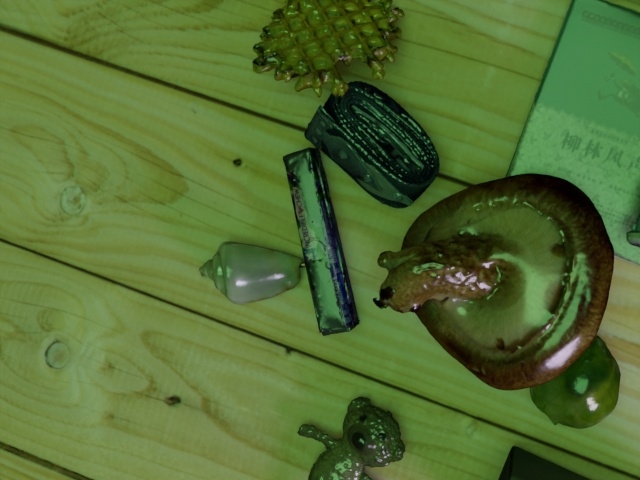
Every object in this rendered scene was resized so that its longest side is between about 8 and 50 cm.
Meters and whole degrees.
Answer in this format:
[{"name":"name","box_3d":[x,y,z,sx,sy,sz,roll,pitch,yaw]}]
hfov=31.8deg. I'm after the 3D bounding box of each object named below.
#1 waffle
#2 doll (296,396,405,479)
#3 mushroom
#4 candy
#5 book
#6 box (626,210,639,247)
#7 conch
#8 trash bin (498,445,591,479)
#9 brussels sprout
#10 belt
[{"name":"waffle","box_3d":[0.014,-0.329,1.808,0.228,0.051,0.232,12,59,17]},{"name":"doll","box_3d":[0.017,0.390,1.893,0.285,0.091,0.203,-24,76,23]},{"name":"mushroom","box_3d":[0.268,0.062,1.700,0.345,0.259,0.346,-4,83,31]},{"name":"candy","box_3d":[0.000,0.000,1.865,0.061,0.088,0.313,-13,90,12]},{"name":"book","box_3d":[0.460,-0.175,1.780,0.264,0.031,0.380,20,97,9]},{"name":"box","box_3d":[0.585,-0.025,1.660,0.227,0.162,0.130,2,81,51]},{"name":"conch","box_3d":[-0.117,0.053,1.912,0.176,0.094,0.105,0,79,-14]},{"name":"trash bin","box_3d":[0.426,0.468,1.730,0.343,0.223,0.158,19,97,10]},{"name":"brussels sprout","box_3d":[0.400,0.222,1.770,0.149,0.122,0.152,-37,86,9]},{"name":"belt","box_3d":[0.088,-0.149,1.826,0.218,0.128,0.122,43,64,5]}]
